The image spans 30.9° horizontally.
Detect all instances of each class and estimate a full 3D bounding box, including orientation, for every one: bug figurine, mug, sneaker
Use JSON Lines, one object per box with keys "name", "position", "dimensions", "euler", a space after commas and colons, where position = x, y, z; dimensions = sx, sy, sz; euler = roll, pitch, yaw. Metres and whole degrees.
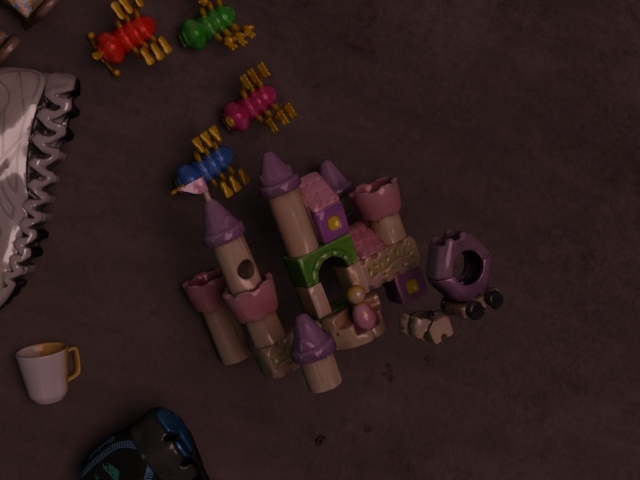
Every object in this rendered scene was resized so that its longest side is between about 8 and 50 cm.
{"name": "bug figurine", "position": [-0.158, -0.196, 1.481], "dimensions": [0.216, 0.072, 0.279], "euler": [-35, 101, -28]}
{"name": "mug", "position": [-0.324, 0.160, 1.397], "dimensions": [0.078, 0.062, 0.064], "euler": [-11, 102, -20]}
{"name": "sneaker", "position": [-0.168, 0.367, 1.460], "dimensions": [0.140, 0.125, 0.340], "euler": [-29, 107, 4]}
{"name": "sneaker", "position": [-0.369, -0.064, 1.365], "dimensions": [0.118, 0.110, 0.292], "euler": [13, 83, -8]}

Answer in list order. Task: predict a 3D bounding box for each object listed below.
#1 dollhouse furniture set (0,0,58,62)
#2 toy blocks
{"name": "dollhouse furniture set", "position": [-0.435, -0.274, 1.290], "dimensions": [0.212, 0.161, 0.242], "euler": [43, 71, -20]}
{"name": "toy blocks", "position": [0.000, 0.000, 1.424], "dimensions": [0.289, 0.309, 0.260], "euler": [-27, 107, -25]}
